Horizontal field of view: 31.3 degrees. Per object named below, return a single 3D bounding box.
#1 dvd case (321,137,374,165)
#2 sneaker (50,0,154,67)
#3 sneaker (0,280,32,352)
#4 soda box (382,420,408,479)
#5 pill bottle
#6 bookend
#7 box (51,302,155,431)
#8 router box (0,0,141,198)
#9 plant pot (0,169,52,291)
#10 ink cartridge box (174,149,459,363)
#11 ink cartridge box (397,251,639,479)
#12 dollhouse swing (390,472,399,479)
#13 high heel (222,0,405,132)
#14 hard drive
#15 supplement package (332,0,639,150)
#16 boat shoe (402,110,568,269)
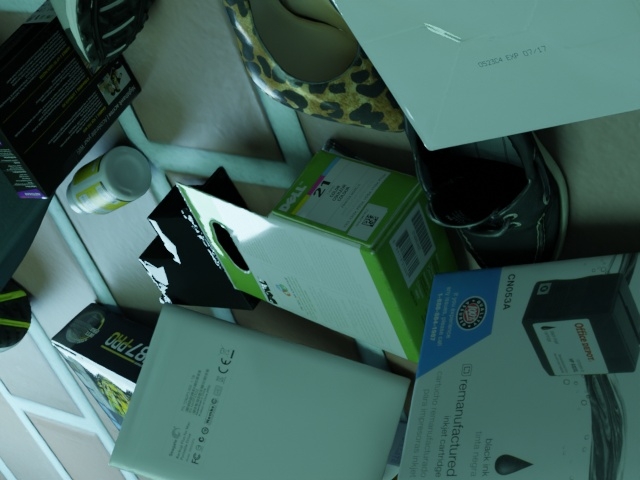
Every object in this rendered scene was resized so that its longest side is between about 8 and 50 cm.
[{"bbox_3d":[0.046,-0.046,1.158,0.119,0.013,0.087,33,146,4],"label":"dvd case"},{"bbox_3d":[-0.228,-0.285,1.039,0.108,0.100,0.271,23,139,33],"label":"sneaker"},{"bbox_3d":[-0.625,0.055,1.736,0.385,0.145,0.147,40,145,-5],"label":"sneaker"},{"bbox_3d":[0.041,0.272,1.499,0.216,0.069,0.074,8,137,35],"label":"soda box"},{"bbox_3d":[-0.253,-0.066,1.341,0.065,0.065,0.116,48,144,-19],"label":"pill bottle"},{"bbox_3d":[-0.151,-0.001,1.326,0.157,0.072,0.156,0,133,41],"label":"bookend"},{"bbox_3d":[-0.181,0.286,1.634,0.318,0.097,0.395,20,146,47],"label":"box"},{"bbox_3d":[-0.271,-0.149,1.152,0.046,0.179,0.133,3,135,35],"label":"router box"},{"bbox_3d":[-0.415,-0.076,1.299,0.247,0.252,0.248,38,146,-4],"label":"plant pot"},{"bbox_3d":[0.000,0.000,1.156,0.255,0.097,0.189,20,151,34],"label":"ink cartridge box"},{"bbox_3d":[0.241,0.135,0.961,0.307,0.223,0.129,-7,141,30],"label":"ink cartridge box"},{"bbox_3d":[0.274,0.349,1.222,0.347,0.315,0.305,-22,99,51],"label":"dollhouse swing"},{"bbox_3d":[-0.014,-0.191,0.928,0.261,0.093,0.186,38,161,-2],"label":"high heel"},{"bbox_3d":[-0.069,0.214,1.347,0.308,0.203,0.040,18,166,0],"label":"hard drive"},{"bbox_3d":[0.149,-0.188,0.728,0.194,0.203,0.149,-7,127,44],"label":"supplement package"},{"bbox_3d":[0.132,-0.063,0.973,0.127,0.113,0.340,15,141,26],"label":"boat shoe"}]
